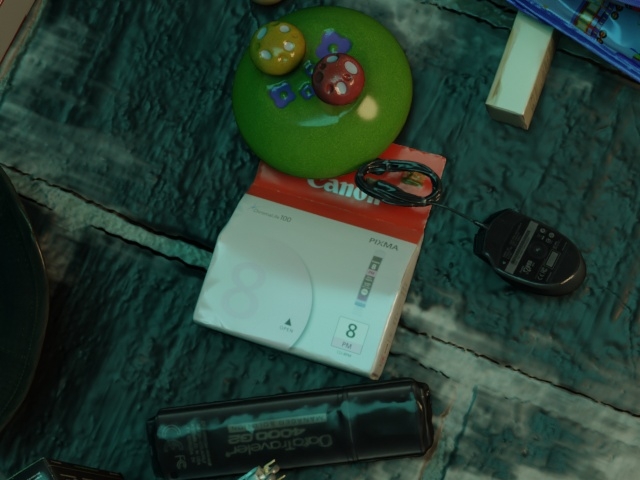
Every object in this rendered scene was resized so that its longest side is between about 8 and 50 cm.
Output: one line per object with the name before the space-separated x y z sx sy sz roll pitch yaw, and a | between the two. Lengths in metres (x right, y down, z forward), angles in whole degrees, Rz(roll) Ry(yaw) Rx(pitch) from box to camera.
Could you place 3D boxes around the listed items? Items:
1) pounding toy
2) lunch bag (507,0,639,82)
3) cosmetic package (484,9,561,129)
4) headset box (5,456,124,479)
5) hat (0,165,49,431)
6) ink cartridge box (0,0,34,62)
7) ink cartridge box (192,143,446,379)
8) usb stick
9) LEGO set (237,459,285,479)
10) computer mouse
pounding toy | -0.007 -0.187 1.658 0.183 0.110 0.237 -2 73 10
lunch bag | 0.274 -0.302 1.612 0.293 0.138 0.221 30 69 19
cosmetic package | 0.199 -0.172 1.656 0.041 0.060 0.115 19 82 14
headset box | -0.197 0.354 1.532 0.131 0.246 0.283 -33 77 2
hat | -0.373 0.057 1.679 0.331 0.134 0.331 0 91 23
ink cartridge box | -0.392 -0.275 1.774 0.175 0.072 0.127 26 85 13
ink cartridge box | 0.000 0.000 1.663 0.189 0.066 0.232 16 86 12
usb stick | -0.029 0.184 1.636 0.278 0.045 0.077 -8 94 9
LEGO set | -0.009 0.344 1.568 0.107 0.132 0.287 -34 82 11
computer mouse | 0.143 -0.012 1.637 0.242 0.041 0.071 28 67 11
